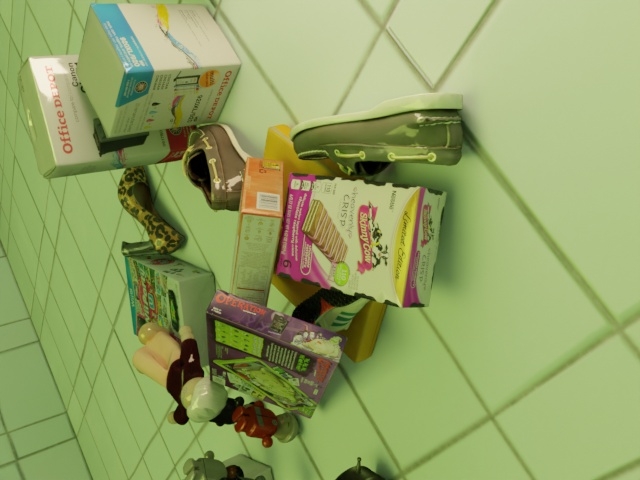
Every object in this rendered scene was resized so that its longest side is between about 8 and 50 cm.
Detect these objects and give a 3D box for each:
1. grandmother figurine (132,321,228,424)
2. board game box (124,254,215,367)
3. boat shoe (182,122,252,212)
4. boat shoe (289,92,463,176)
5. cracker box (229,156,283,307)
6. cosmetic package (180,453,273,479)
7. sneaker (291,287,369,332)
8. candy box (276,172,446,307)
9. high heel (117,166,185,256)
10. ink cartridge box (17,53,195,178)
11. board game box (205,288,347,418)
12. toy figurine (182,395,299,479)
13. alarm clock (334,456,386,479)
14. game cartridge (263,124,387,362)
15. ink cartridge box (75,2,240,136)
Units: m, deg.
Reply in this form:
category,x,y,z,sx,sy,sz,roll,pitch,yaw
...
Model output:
category,x,y,z,sx,sy,sz,roll,pitch,yaw
grandmother figurine,-0.294,0.287,1.334,0.342,0.104,0.208,15,109,55
board game box,-0.364,0.160,1.568,0.303,0.097,0.224,15,113,50
boat shoe,-0.205,-0.142,1.212,0.324,0.097,0.116,48,136,50
boat shoe,0.065,-0.134,0.888,0.305,0.109,0.091,-2,96,49
cracker box,-0.106,0.004,1.045,0.155,0.067,0.232,-93,14,-51
cosmetic package,-0.192,0.700,1.445,0.155,0.197,0.365,-2,102,53
sneaker,0.034,0.101,0.992,0.161,0.075,0.057,-35,52,24
candy box,0.049,-0.006,0.899,0.233,0.071,0.159,10,94,41
high heel,-0.403,-0.090,1.578,0.186,0.093,0.261,-6,81,27
ink cartridge box,-0.435,-0.265,1.335,0.131,0.306,0.226,-12,93,54
board game box,-0.084,0.202,1.068,0.208,0.056,0.347,24,151,4
toy figurine,-0.159,0.426,1.301,0.213,0.148,0.209,-5,68,50
alarm clock,0.072,0.464,1.084,0.064,0.129,0.192,19,145,45
game cartridge,0.000,0.000,1.077,0.324,0.053,0.285,39,131,35
ink cartridge box,-0.304,-0.323,1.205,0.168,0.233,0.171,58,140,18
